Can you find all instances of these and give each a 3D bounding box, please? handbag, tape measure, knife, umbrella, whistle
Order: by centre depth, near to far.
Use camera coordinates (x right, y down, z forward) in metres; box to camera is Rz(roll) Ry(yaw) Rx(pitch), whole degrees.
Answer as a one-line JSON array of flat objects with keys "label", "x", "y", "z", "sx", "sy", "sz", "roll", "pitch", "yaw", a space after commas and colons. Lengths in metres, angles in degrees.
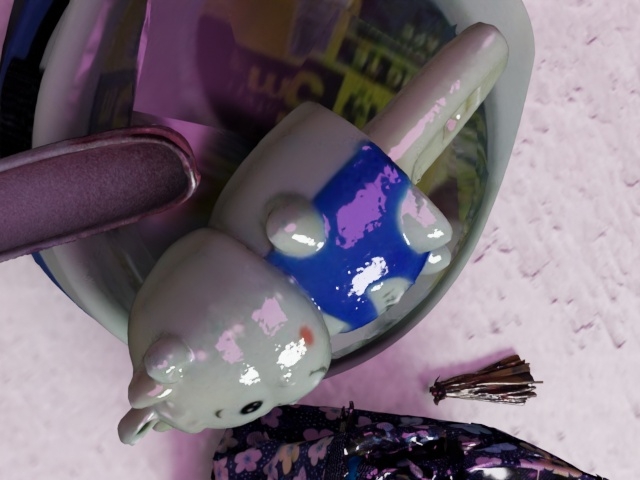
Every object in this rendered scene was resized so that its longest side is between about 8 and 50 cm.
[{"label": "whistle", "x": 0.000, "y": 0.000, "z": 0.680, "sx": 0.092, "sy": 0.110, "sz": 0.244, "roll": 41, "pitch": 79, "yaw": 16}, {"label": "knife", "x": -0.177, "y": -0.010, "z": 0.693, "sx": 0.278, "sy": 0.053, "sz": 0.123, "roll": -17, "pitch": 113, "yaw": 19}, {"label": "tape measure", "x": -0.035, "y": -0.062, "z": 0.791, "sx": 0.259, "sy": 0.138, "sz": 0.262, "roll": 20, "pitch": 86, "yaw": -27}, {"label": "handbag", "x": 0.068, "y": 0.157, "z": 0.826, "sx": 0.228, "sy": 0.208, "sz": 0.127, "roll": 22, "pitch": 80, "yaw": -26}, {"label": "umbrella", "x": 0.103, "y": 0.088, "z": 0.947, "sx": 0.083, "sy": 0.020, "sz": 0.031, "roll": -3, "pitch": 96, "yaw": -23}]
